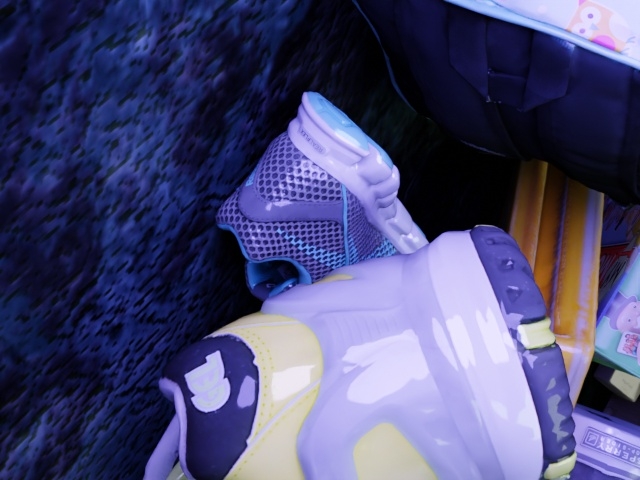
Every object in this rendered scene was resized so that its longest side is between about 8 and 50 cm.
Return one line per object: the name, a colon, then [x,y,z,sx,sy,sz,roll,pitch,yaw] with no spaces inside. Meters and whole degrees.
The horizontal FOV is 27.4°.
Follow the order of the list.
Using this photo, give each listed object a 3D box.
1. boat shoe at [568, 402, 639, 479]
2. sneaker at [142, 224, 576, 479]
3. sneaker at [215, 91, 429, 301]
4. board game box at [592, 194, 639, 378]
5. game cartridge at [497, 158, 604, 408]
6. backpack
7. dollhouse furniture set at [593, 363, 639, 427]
boat shoe: [0.157,0.139,0.776,0.228,0.080,0.076,33,78,-84]
sneaker: [-0.011,0.120,0.608,0.147,0.145,0.385,-7,146,-14]
sneaker: [0.000,0.000,0.573,0.076,0.065,0.166,-43,151,-4]
board game box: [0.219,-0.020,0.865,0.213,0.046,0.317,-59,178,-1]
game cartridge: [0.102,0.099,0.774,0.285,0.052,0.324,-68,172,-56]
backpack: [0.102,-0.100,0.524,0.144,0.166,0.188,-66,160,3]
dollhouse furniture set: [0.342,0.140,1.467,0.151,0.123,0.144,37,79,-31]
